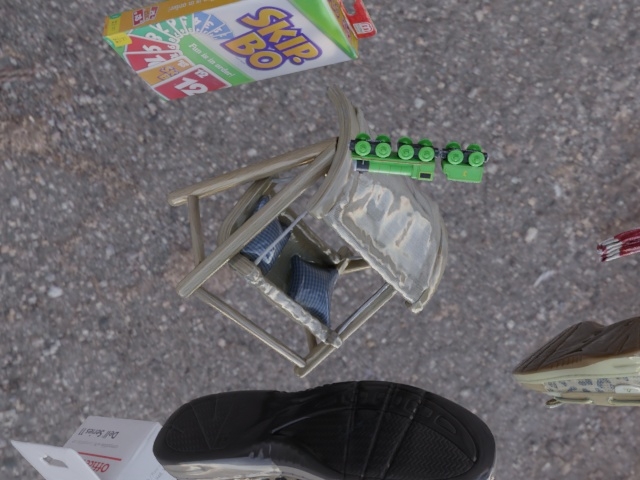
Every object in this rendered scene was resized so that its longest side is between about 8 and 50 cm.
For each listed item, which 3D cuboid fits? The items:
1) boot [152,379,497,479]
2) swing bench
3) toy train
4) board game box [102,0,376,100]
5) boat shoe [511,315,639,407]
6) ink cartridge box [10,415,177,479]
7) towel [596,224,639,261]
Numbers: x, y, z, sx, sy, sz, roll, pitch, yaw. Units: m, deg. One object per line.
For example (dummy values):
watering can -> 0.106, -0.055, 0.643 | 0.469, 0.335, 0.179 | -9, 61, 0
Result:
boot -> 0.026, 0.302, 0.897 | 0.377, 0.138, 0.284 | -6, 122, 23
swing bench -> 0.000, 0.000, 0.968 | 0.254, 0.165, 0.253 | -30, 138, 17
toy train -> 0.057, -0.048, 0.486 | 0.083, 0.017, 0.024 | 5, 121, -1
board game box -> -0.080, -0.213, 0.851 | 0.259, 0.039, 0.124 | -11, 153, 18
boat shoe -> 0.307, 0.147, 0.898 | 0.104, 0.285, 0.089 | -36, 90, -17
ink cartridge box -> -0.264, 0.373, 1.213 | 0.353, 0.207, 0.119 | 55, 51, -24
towel -> 0.589, -0.054, 1.189 | 0.237, 0.329, 0.037 | -19, 86, -45
